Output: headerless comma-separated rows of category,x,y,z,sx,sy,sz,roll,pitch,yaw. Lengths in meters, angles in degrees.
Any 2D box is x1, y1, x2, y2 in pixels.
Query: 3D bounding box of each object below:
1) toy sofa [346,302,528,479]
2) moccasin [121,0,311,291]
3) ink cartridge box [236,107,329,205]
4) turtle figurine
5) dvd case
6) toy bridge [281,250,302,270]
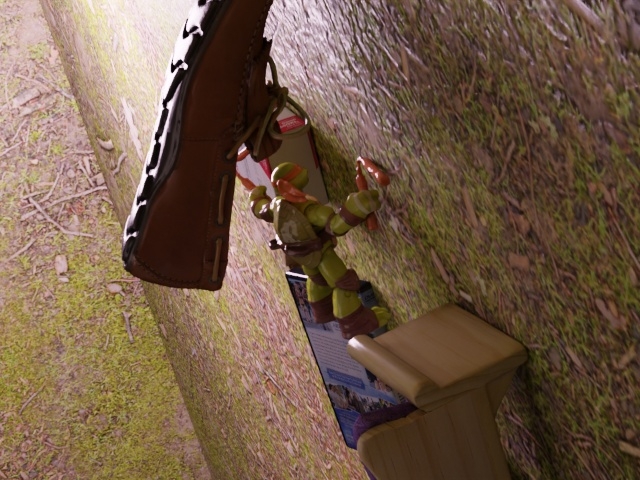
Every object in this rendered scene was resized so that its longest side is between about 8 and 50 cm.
toy sofa,0.126,0.259,1.331,0.150,0.177,0.362,34,146,64
moccasin,-0.094,-0.121,1.448,0.139,0.147,0.380,-119,44,-71
ink cartridge box,-0.058,-0.104,1.649,0.150,0.063,0.109,44,154,56
turtle figurine,0.000,0.000,1.499,0.269,0.087,0.217,6,127,50
dvd case,0.045,0.157,1.703,0.180,0.022,0.253,10,123,60
toy bridge,0.001,0.090,1.814,0.188,0.026,0.063,58,164,29
